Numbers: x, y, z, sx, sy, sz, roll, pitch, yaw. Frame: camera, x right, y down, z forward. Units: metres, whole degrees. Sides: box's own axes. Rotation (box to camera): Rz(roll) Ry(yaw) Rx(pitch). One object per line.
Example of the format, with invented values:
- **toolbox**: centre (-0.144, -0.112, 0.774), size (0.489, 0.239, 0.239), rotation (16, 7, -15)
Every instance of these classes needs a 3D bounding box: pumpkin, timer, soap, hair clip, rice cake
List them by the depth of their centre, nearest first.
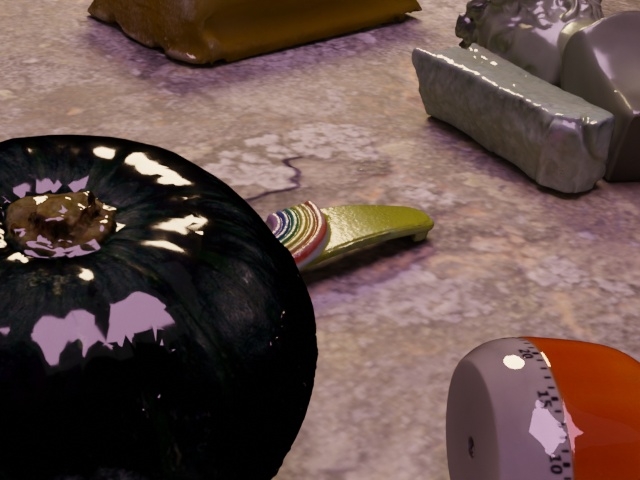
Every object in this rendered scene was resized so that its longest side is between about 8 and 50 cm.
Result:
- **pumpkin**: centre (-0.115, 0.049, 0.527), size (0.233, 0.163, 0.233), rotation (2, 31, -1)
- **timer**: centre (0.127, 0.103, 0.536), size (0.136, 0.099, 0.136), rotation (11, 38, -9)
- **hair clip**: centre (0.000, 0.000, 0.759), size (0.188, 0.033, 0.060), rotation (-15, 35, -30)
- **rice cake**: centre (0.158, -0.105, 0.935), size (0.063, 0.069, 0.206), rotation (-16, 32, -28)
- **soap**: centre (-0.064, -0.276, 1.185), size (0.315, 0.091, 0.199), rotation (-19, 36, -36)

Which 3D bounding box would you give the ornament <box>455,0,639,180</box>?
- **ornament**: centre (0.236, -0.158, 0.984), size (0.130, 0.120, 0.285), rotation (-9, 33, -26)
